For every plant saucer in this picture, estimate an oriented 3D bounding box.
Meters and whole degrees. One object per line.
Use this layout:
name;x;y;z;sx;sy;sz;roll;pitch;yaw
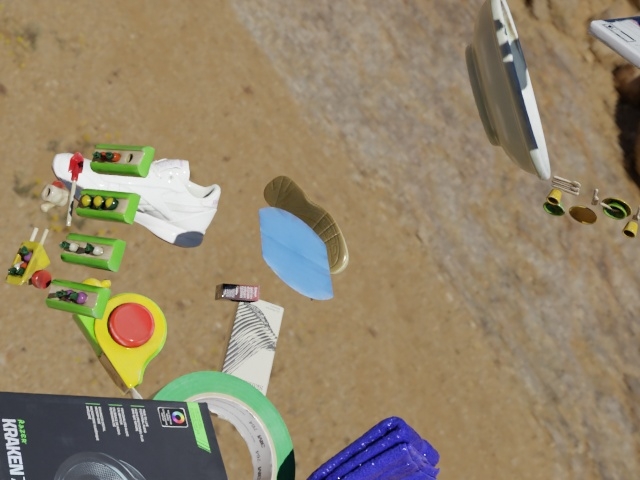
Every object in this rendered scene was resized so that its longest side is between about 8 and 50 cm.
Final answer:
plant saucer;0.371;-0.306;2.063;0.400;0.101;0.400;-15;90;-73

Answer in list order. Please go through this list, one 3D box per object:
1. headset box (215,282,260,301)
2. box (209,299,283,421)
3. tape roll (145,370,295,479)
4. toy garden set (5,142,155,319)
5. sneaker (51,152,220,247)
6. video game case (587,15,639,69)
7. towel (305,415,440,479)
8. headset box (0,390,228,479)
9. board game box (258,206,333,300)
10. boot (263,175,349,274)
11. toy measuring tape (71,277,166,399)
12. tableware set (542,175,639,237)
headset box;-0.161;0.105;2.003;0.083;0.062;0.032;4;82;-18
box;-0.165;0.265;2.255;0.113;0.094;0.275;18;50;-10
tape roll;-0.198;0.398;1.821;0.321;0.077;0.321;18;57;-29
toy garden set;-0.349;-0.026;1.417;0.049;0.204;0.244;26;75;-48
sneaker;-0.319;-0.103;1.787;0.305;0.152;0.114;24;20;-27
video game case;0.548;-0.284;1.564;0.193;0.023;0.212;-14;47;-35
towel;0.106;0.439;1.858;0.076;0.228;0.308;52;0;30
headset box;-0.222;0.300;1.063;0.283;0.131;0.246;11;42;-36
board game box;-0.046;0.026;1.496;0.133;0.033;0.168;29;33;-30
boot;0.000;0.000;1.699;0.213;0.077;0.165;51;0;34
toy measuring tape;-0.259;0.190;1.548;0.330;0.121;0.121;56;22;4
tableware set;0.428;-0.045;1.607;0.154;0.024;0.104;22;-25;17
